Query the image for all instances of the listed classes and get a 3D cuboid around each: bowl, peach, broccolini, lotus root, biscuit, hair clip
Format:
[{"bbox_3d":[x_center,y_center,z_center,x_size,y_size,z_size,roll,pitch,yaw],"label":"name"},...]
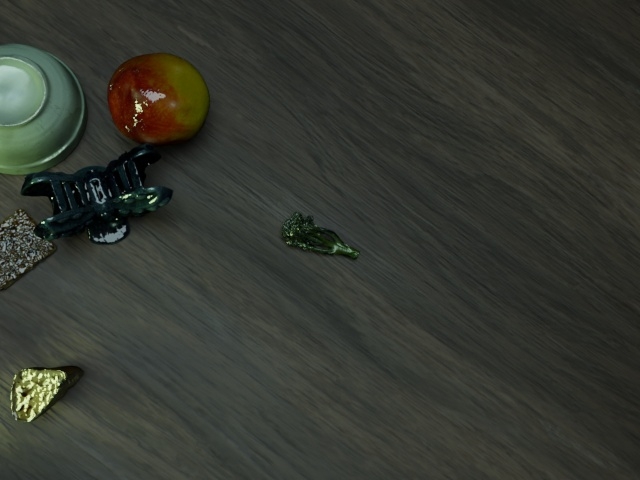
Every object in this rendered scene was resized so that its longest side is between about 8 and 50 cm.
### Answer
[{"bbox_3d":[-0.698,-0.315,1.594,0.307,0.163,0.307,2,79,-12],"label":"bowl"},{"bbox_3d":[-0.373,-0.322,1.613,0.230,0.231,0.231,2,78,-9],"label":"peach"},{"bbox_3d":[-0.002,0.000,1.707,0.202,0.068,0.091,27,88,-19],"label":"broccolini"},{"bbox_3d":[-0.590,0.308,1.494,0.159,0.135,0.095,-43,87,-2],"label":"lotus root"},{"bbox_3d":[-0.731,0.043,1.576,0.237,0.026,0.131,-41,86,-16],"label":"biscuit"},{"bbox_3d":[-0.491,-0.096,1.557,0.310,0.206,0.195,-17,87,-17],"label":"hair clip"}]
